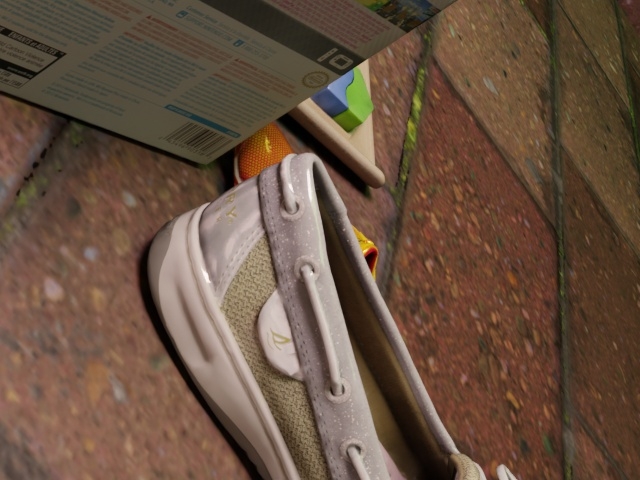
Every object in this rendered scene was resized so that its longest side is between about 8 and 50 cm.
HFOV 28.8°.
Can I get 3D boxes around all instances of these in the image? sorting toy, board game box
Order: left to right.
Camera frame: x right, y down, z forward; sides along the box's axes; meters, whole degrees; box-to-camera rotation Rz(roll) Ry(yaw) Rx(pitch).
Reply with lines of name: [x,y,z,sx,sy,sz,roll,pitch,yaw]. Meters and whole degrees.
board game box: [-0.022,-0.170,0.593,0.224,0.303,0.098,18,48,-57]
sorting toy: [-0.015,-0.161,0.919,0.193,0.038,0.208,39,32,-40]

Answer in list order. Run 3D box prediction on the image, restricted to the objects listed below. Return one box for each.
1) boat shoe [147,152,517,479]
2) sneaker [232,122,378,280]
boat shoe: [0.035,0.108,0.647,0.320,0.103,0.118,58,24,-5]
sneaker: [0.000,0.000,0.741,0.064,0.067,0.175,2,60,-60]
